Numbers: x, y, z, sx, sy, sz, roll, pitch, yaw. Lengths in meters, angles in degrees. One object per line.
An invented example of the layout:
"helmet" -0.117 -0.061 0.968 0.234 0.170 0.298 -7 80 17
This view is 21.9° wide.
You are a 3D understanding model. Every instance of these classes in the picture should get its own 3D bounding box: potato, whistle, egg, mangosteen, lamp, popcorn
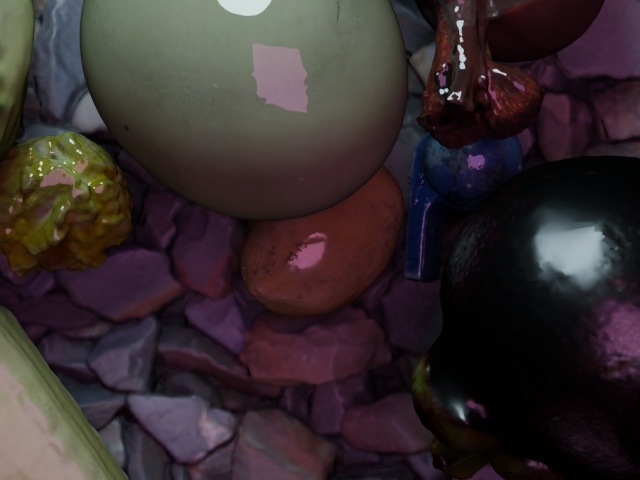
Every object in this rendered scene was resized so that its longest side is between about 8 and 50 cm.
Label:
"potato" 0.002 -0.002 1.266 0.112 0.112 0.147 44 79 -8
"whistle" 0.115 -0.043 1.289 0.090 0.090 0.158 4 91 -8
"egg" -0.054 -0.131 1.182 0.269 0.219 0.219 41 86 25
"mangosteen" 0.195 0.083 1.237 0.275 0.275 0.302 41 116 -8
"lamp" 0.130 -0.188 1.243 0.223 0.151 0.215 -20 93 -29
"popcorn" -0.199 -0.026 1.233 0.120 0.106 0.116 32 78 -8

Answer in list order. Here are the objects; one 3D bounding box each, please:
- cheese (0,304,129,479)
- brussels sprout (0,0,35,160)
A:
"cheese" -0.262 0.224 1.224 0.242 0.124 0.265 -34 97 0
"brussels sprout" -0.331 -0.124 1.147 0.259 0.227 0.294 39 81 -10
